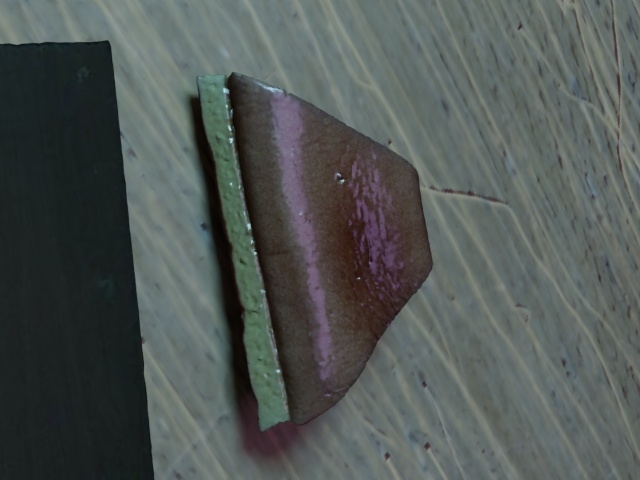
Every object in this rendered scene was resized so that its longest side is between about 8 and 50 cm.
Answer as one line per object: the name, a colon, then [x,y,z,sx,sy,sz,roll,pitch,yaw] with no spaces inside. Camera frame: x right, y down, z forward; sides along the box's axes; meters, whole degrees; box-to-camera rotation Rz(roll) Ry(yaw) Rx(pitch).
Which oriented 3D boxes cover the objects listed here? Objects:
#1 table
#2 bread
table: [-0.191,0.018,0.596,0.172,0.193,0.169,-8,94,-43]
bread: [-0.001,0.000,0.856,0.119,0.067,0.192,-10,95,-35]
